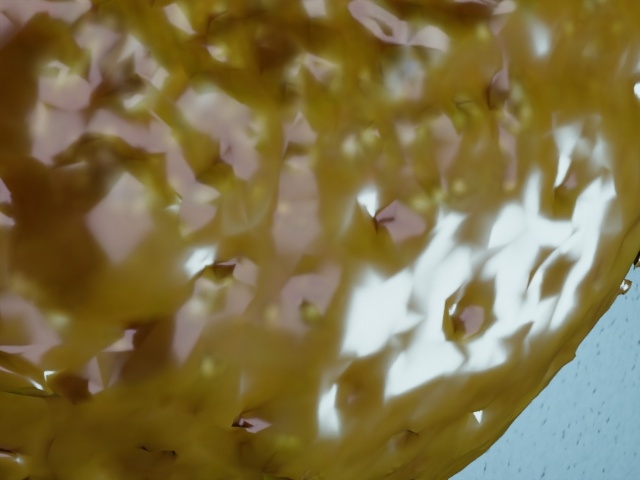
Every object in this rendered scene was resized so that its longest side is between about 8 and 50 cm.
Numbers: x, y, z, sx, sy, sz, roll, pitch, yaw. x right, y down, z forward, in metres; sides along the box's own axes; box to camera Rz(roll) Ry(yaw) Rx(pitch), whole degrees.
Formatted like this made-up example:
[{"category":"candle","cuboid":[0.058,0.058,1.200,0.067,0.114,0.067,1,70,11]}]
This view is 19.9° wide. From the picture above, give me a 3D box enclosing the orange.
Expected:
[{"category":"orange","cuboid":[-0.072,-0.076,0.452,0.340,0.293,0.341,2,86,-30]}]
